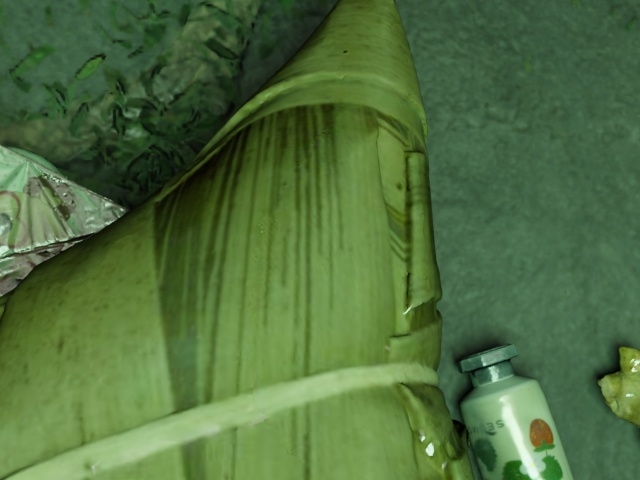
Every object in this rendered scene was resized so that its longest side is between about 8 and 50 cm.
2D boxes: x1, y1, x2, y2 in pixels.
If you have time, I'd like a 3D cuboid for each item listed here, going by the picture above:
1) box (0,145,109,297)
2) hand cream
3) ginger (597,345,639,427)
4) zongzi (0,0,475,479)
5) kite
[{"bbox_3d":[-0.208,0.197,0.645,0.396,0.111,0.396,-44,91,-12],"label":"box"},{"bbox_3d":[0.160,0.210,0.728,0.059,0.095,0.276,-12,80,-38],"label":"hand cream"},{"bbox_3d":[0.312,0.148,0.765,0.213,0.074,0.137,3,73,-14],"label":"ginger"},{"bbox_3d":[-0.175,0.063,0.550,0.500,0.218,0.467,-3,61,-4],"label":"zongzi"},{"bbox_3d":[-0.227,0.022,0.600,0.250,0.012,0.229,-20,86,-17],"label":"kite"}]
